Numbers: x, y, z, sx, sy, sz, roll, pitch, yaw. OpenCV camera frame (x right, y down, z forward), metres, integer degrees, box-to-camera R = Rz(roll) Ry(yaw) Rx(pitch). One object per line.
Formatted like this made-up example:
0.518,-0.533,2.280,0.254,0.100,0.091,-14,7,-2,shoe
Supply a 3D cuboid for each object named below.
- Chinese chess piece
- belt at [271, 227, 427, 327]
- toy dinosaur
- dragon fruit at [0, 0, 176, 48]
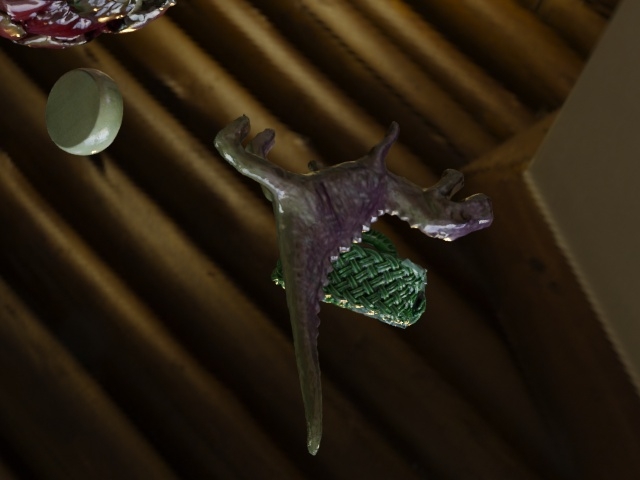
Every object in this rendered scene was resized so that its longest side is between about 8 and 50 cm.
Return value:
-0.223,-0.122,1.424,0.034,0.084,0.084,8,-130,-50,Chinese chess piece
0.031,0.026,1.440,0.151,0.121,0.079,18,-95,17,belt
0.002,-0.003,1.072,0.200,0.072,0.251,41,-133,7,toy dinosaur
-0.247,-0.331,1.333,0.329,0.329,0.329,6,-122,-10,dragon fruit
